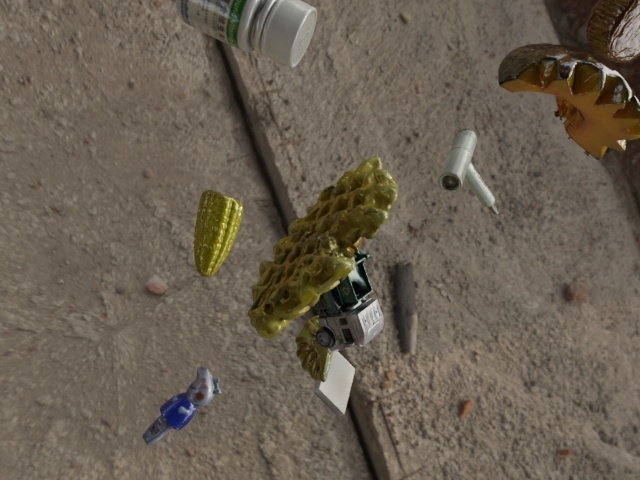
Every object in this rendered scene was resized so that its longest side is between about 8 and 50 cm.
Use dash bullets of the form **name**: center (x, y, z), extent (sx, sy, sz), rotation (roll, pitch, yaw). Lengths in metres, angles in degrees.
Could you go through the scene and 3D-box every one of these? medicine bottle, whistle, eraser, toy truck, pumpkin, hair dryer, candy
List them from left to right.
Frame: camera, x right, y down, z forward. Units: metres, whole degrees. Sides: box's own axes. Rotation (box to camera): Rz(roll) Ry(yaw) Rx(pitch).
- **whistle**: center (-0.126, 0.150, 0.466), extent (0.083, 0.029, 0.033), rotation (-41, 63, -10)
- **candy**: center (-0.245, -0.012, 1.198), extent (0.094, 0.106, 0.199), rotation (16, 86, -55)
- **medicine bottle**: center (-0.135, -0.423, 0.958), extent (0.236, 0.139, 0.139), rotation (27, 71, 2)
- **eraser**: center (0.039, 0.357, 1.319), extent (0.104, 0.023, 0.150), rotation (49, 33, -18)
- **toy truck**: center (0.035, 0.081, 0.896), extent (0.110, 0.116, 0.216), rotation (-27, 100, -47)
- **hair dryer**: center (0.286, -0.093, 0.947), extent (0.183, 0.044, 0.155), rotation (54, 45, -22)
- **pumpkin**: center (0.413, -0.251, 0.801), extent (0.253, 0.130, 0.149), rotation (26, 67, -23)

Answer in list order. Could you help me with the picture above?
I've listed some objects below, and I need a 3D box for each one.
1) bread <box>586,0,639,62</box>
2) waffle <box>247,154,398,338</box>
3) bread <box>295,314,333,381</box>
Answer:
- **bread**: center (0.338, -0.244, 0.573), extent (0.084, 0.085, 0.053), rotation (2, 40, -22)
- **waffle**: center (0.002, 0.002, 0.685), extent (0.056, 0.261, 0.250), rotation (39, 28, -15)
- **bread**: center (-0.013, 0.243, 1.214), extent (0.094, 0.083, 0.157), rotation (13, 72, 16)
